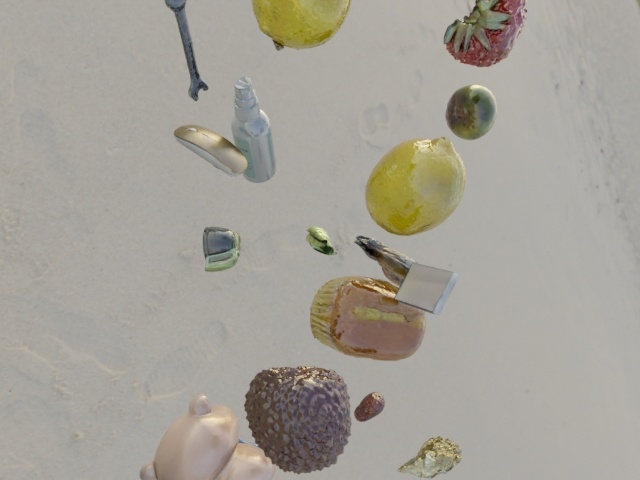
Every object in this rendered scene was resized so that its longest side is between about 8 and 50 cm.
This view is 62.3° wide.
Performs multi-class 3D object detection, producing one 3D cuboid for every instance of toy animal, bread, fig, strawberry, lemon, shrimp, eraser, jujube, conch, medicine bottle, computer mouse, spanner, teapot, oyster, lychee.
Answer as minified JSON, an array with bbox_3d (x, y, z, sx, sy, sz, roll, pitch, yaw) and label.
[{"bbox_3d":[-0.220,0.475,1.105,0.210,0.221,0.229,-50,145,-7],"label":"toy animal"},{"bbox_3d":[0.129,0.193,1.329,0.288,0.156,0.204,15,84,-24],"label":"bread"},{"bbox_3d":[0.516,-0.435,1.795,0.191,0.181,0.181,-26,98,-43],"label":"fig"},{"bbox_3d":[0.492,-0.559,1.451,0.306,0.233,0.138,-5,57,-51],"label":"strawberry"},{"bbox_3d":[-0.029,-0.429,0.911,0.173,0.173,0.206,19,102,-55],"label":"lemon"},{"bbox_3d":[0.213,0.085,1.493,0.316,0.164,0.062,35,64,-12],"label":"shrimp"},{"bbox_3d":[0.241,0.107,1.214,0.023,0.150,0.104,33,81,-26],"label":"eraser"},{"bbox_3d":[0.166,0.578,1.827,0.077,0.129,0.077,33,29,-21],"label":"jujube"},{"bbox_3d":[0.000,0.000,1.813,0.105,0.079,0.170,34,1,-24],"label":"conch"},{"bbox_3d":[-0.192,-0.305,1.474,0.352,0.110,0.110,87,4,-59],"label":"medicine bottle"},{"bbox_3d":[-0.274,-0.235,1.339,0.199,0.045,0.102,34,33,-2],"label":"computer mouse"},{"bbox_3d":[-0.284,-0.415,1.131,0.054,0.015,0.255,-38,146,-28],"label":"spanner"},{"bbox_3d":[-0.239,0.024,1.309,0.092,0.090,0.124,72,14,-72],"label":"teapot"},{"bbox_3d":[0.238,0.470,1.149,0.121,0.146,0.045,-37,111,-85],"label":"oyster"},{"bbox_3d":[-0.036,0.310,0.925,0.188,0.188,0.188,36,45,-47],"label":"lychee"},{"bbox_3d":[0.239,-0.133,1.351,0.235,0.263,0.236,9,65,-19],"label":"lemon"}]

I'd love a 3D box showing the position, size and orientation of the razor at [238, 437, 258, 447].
[{"bbox_3d":[-0.184,0.545,1.391,0.253,0.042,0.082,34,60,-30],"label":"razor"}]
